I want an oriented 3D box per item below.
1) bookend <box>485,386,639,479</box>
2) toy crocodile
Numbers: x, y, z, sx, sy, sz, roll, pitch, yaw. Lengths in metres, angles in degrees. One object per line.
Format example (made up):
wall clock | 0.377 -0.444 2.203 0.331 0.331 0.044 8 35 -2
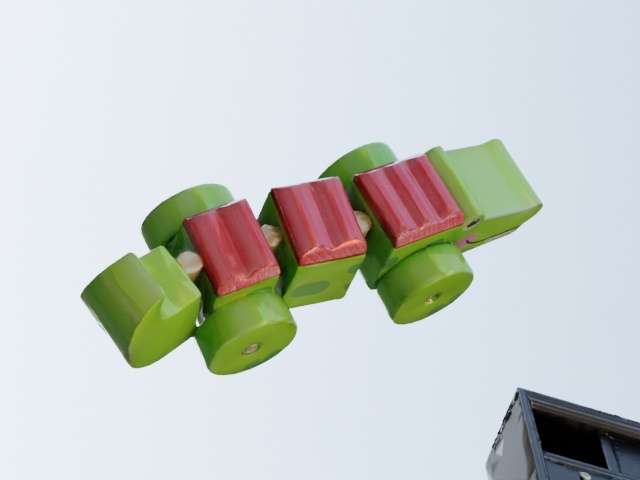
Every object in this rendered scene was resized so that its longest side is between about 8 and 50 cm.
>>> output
bookend | 0.207 0.190 1.279 0.156 0.157 0.072 17 -68 -7
toy crocodile | 0.000 0.000 1.179 0.115 0.341 0.105 63 -28 22
